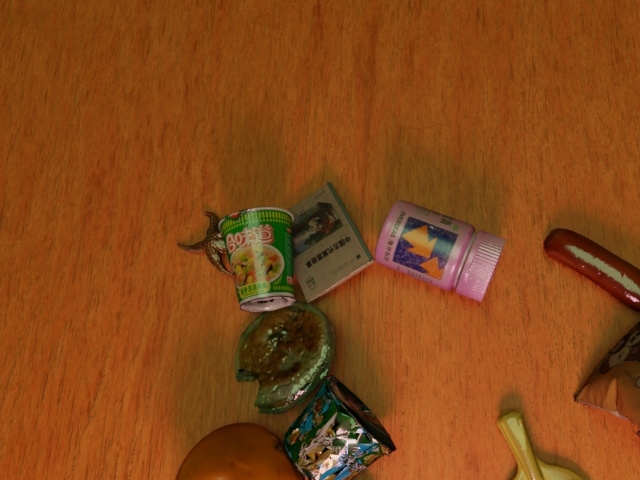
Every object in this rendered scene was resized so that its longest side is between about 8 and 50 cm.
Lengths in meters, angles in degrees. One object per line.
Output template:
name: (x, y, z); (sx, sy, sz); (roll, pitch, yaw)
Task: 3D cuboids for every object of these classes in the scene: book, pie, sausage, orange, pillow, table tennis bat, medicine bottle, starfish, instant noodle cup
book: (0.000, 0.000, 1.589); (0.215, 0.025, 0.283); (-35, 59, 11)
pie: (-0.093, 0.289, 1.506); (0.302, 0.067, 0.303); (-16, 53, 23)
sausage: (0.692, 0.067, 1.439); (0.300, 0.083, 0.089); (36, 95, 20)
orange: (-0.185, 0.578, 1.340); (0.312, 0.312, 0.312); (-3, 73, 10)
pillow: (0.723, 0.271, 1.261); (0.310, 0.312, 0.119); (-43, 93, -3)
table tennis bat: (0.503, 0.570, 1.342); (0.224, 0.054, 0.369); (-20, 75, 4)
medicine bottle: (0.299, 0.024, 1.479); (0.290, 0.178, 0.178); (22, 79, 17)
starfish: (-0.304, 0.006, 1.669); (0.238, 0.057, 0.213); (-10, 65, 7)
instant noodle cup: (-0.156, 0.057, 1.523); (0.207, 0.207, 0.233); (-11, 71, 8)
instant noodle cup: (0.035, 0.463, 1.377); (0.178, 0.240, 0.240); (-45, 71, 2)

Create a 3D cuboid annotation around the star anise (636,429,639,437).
star anise: (0.841, 0.469, 1.235); (0.349, 0.109, 0.292); (28, 123, 7)
